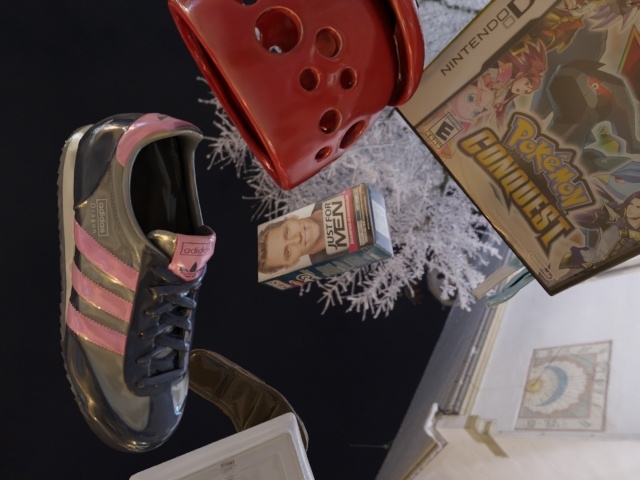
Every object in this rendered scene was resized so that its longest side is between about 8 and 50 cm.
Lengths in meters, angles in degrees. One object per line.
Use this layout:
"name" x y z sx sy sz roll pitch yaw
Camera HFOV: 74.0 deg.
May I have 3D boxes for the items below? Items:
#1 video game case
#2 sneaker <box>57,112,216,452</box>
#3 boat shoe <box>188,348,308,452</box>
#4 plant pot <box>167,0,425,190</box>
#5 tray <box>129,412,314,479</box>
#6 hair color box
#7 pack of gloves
"video game case" 0.242 -0.114 0.396 0.274 0.248 0.035 52 -144 3
"sneaker" -0.152 0.043 0.381 0.112 0.131 0.318 -13 -82 -59
"boat shoe" -0.144 0.325 0.868 0.307 0.104 0.110 37 -100 17
"plant pot" -0.012 -0.167 0.395 0.174 0.191 0.191 -31 -88 -6
"tray" -0.132 0.377 0.643 0.271 0.030 0.145 -9 -109 -33
"hair color box" 0.000 0.000 1.095 0.105 0.348 0.173 30 -132 -49
"pack of gloves" 0.406 0.055 0.808 0.046 0.232 0.195 48 -168 4
